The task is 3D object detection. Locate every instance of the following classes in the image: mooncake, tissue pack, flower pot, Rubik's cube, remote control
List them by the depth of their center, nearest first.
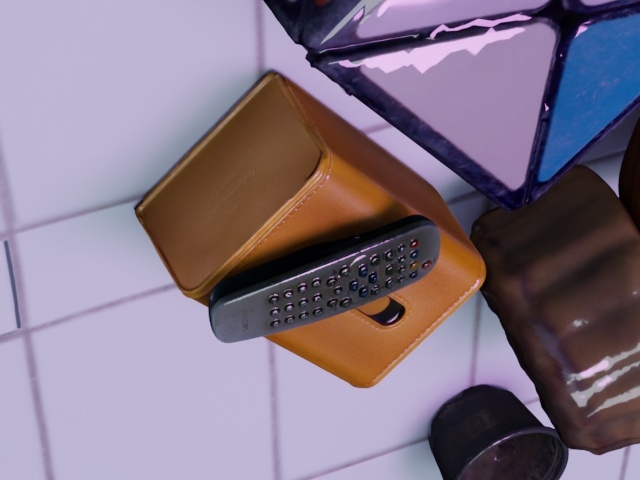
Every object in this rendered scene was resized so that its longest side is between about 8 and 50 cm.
[{"bbox_3d":[0.122,-0.251,1.232,0.305,0.307,0.310,-45,137,13],"label":"Rubik's cube"},{"bbox_3d":[0.005,0.033,1.421,0.222,0.042,0.072,-19,137,-17],"label":"remote control"},{"bbox_3d":[0.000,0.000,1.524,0.194,0.145,0.274,-46,137,12],"label":"tissue pack"},{"bbox_3d":[0.267,0.079,1.653,0.161,0.290,0.290,-27,138,2],"label":"mooncake"},{"bbox_3d":[0.200,0.244,1.903,0.157,0.107,0.157,-15,133,-17],"label":"flower pot"}]

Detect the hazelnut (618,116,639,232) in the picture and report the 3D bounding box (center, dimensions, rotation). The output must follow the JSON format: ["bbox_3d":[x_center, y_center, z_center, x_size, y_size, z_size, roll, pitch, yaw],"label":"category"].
[{"bbox_3d":[0.401,-0.078,1.629,0.217,0.217,0.251,-65,173,31],"label":"hazelnut"}]
